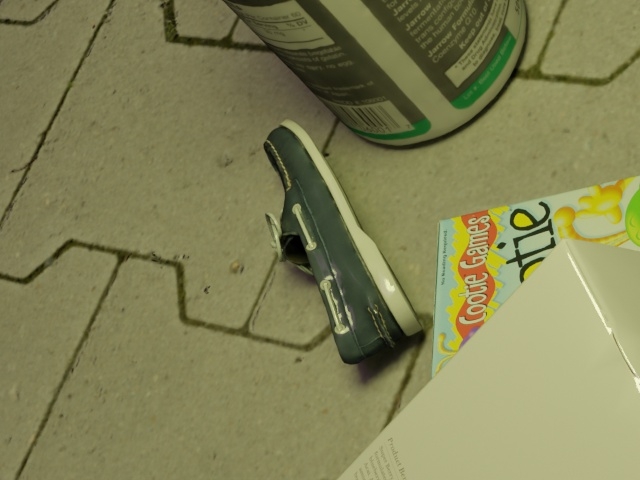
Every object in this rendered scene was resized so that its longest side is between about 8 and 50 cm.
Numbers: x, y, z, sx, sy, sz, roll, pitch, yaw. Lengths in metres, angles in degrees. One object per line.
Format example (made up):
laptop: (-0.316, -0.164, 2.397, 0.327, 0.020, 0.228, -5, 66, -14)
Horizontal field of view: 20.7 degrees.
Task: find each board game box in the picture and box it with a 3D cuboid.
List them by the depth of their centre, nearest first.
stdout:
board game box: (0.234, 0.048, 1.256, 0.275, 0.144, 0.142, -13, 55, 27)

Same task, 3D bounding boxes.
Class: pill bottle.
pill bottle: (0.009, -0.250, 1.452, 0.204, 0.361, 0.204, -17, 54, 25)

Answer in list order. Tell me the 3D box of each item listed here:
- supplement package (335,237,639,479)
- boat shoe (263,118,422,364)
supplement package: (0.157, 0.165, 1.089, 0.293, 0.175, 0.177, -50, 46, 34)
boat shoe: (0.000, 0.000, 1.488, 0.079, 0.095, 0.254, -31, 57, 0)
